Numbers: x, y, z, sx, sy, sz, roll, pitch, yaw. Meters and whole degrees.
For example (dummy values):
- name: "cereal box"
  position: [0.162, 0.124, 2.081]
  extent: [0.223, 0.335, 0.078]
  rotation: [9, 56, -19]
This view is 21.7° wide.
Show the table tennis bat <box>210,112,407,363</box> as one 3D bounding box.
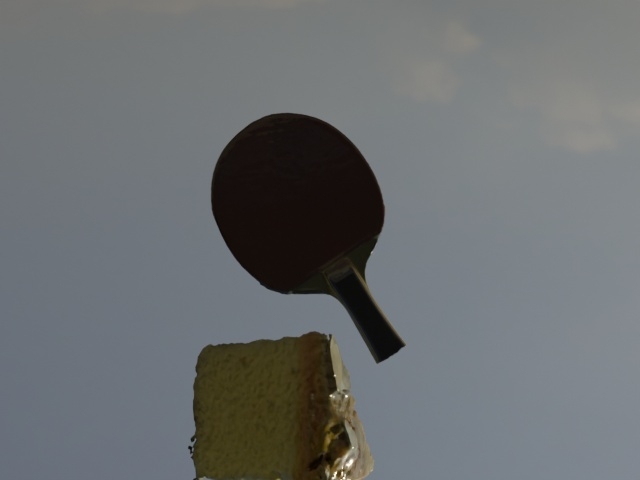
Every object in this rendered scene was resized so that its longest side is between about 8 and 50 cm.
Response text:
- name: "table tennis bat"
  position: [0.000, 0.000, 0.970]
  extent: [0.095, 0.158, 0.014]
  rotation: [-33, -175, -5]

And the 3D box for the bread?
- name: "bread"
  position: [-0.031, 0.154, 1.493]
  extent: [0.147, 0.152, 0.127]
  rotation: [-2, -175, 25]
